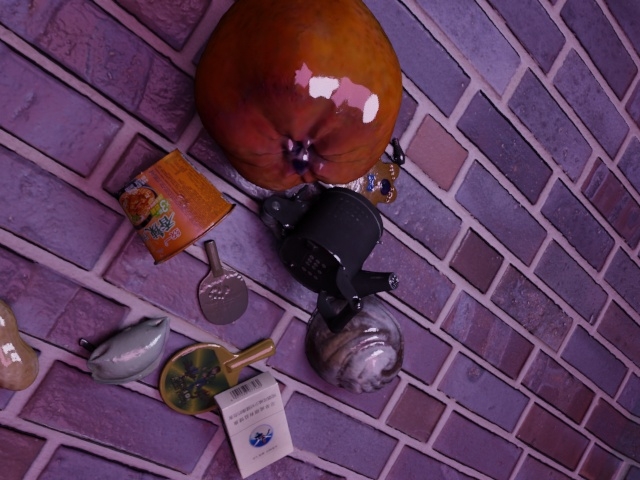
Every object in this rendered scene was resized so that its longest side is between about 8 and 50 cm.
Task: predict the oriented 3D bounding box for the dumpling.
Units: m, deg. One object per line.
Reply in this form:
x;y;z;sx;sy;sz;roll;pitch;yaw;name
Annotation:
-0.447;0.266;1.253;0.217;0.149;0.105;-35;75;-24;dumpling

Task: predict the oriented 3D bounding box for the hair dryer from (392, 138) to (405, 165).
0.220;-0.251;1.502;0.083;0.031;0.079;-42;116;-63;hair dryer

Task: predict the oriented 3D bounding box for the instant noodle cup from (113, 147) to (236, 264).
-0.335;-0.083;1.171;0.230;0.230;0.182;-40;106;-15;instant noodle cup

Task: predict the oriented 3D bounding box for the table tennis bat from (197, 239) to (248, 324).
-0.260;0.110;1.354;0.131;0.022;0.234;-18;110;-22;table tennis bat

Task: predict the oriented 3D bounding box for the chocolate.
0.128;0.303;1.485;0.303;0.213;0.303;-6;103;-25;chocolate

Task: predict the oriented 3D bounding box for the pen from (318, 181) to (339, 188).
0.053;-0.130;1.431;0.218;0.026;0.026;35;83;-24;pen

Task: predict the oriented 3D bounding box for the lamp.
0.043;0.003;1.344;0.272;0.205;0.374;-30;74;-31;lamp

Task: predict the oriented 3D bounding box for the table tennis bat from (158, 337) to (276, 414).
-0.268;0.342;1.384;0.321;0.050;0.198;-21;111;-19;table tennis bat

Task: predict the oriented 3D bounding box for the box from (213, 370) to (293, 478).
-0.178;0.504;1.427;0.164;0.069;0.256;-21;118;-23;box

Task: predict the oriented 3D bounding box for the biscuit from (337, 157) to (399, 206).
0.123;-0.166;1.488;0.236;0.039;0.180;-2;102;-25;biscuit

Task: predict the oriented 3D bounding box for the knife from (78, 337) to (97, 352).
-0.519;0.292;1.260;0.023;0.010;0.170;-46;118;-13;knife

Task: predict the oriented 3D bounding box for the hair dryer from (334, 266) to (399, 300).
0.137;0.042;1.469;0.091;0.235;0.271;41;55;-35;hair dryer

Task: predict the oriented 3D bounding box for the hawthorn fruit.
-0.046;-0.343;1.157;0.472;0.472;0.471;-6;103;-26;hawthorn fruit

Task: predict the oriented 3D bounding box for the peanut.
-0.690;0.207;1.103;0.117;0.101;0.263;-30;113;-41;peanut
